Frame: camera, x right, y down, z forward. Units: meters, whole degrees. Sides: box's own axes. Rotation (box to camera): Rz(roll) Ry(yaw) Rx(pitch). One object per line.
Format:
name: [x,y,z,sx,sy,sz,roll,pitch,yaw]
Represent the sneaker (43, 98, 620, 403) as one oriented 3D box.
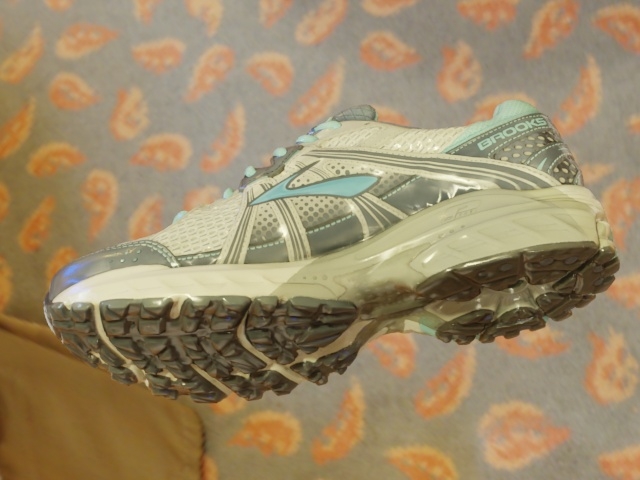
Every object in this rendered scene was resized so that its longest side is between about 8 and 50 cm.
sneaker: [0.000,0.000,0.684,0.283,0.110,0.122,-10,57,0]
